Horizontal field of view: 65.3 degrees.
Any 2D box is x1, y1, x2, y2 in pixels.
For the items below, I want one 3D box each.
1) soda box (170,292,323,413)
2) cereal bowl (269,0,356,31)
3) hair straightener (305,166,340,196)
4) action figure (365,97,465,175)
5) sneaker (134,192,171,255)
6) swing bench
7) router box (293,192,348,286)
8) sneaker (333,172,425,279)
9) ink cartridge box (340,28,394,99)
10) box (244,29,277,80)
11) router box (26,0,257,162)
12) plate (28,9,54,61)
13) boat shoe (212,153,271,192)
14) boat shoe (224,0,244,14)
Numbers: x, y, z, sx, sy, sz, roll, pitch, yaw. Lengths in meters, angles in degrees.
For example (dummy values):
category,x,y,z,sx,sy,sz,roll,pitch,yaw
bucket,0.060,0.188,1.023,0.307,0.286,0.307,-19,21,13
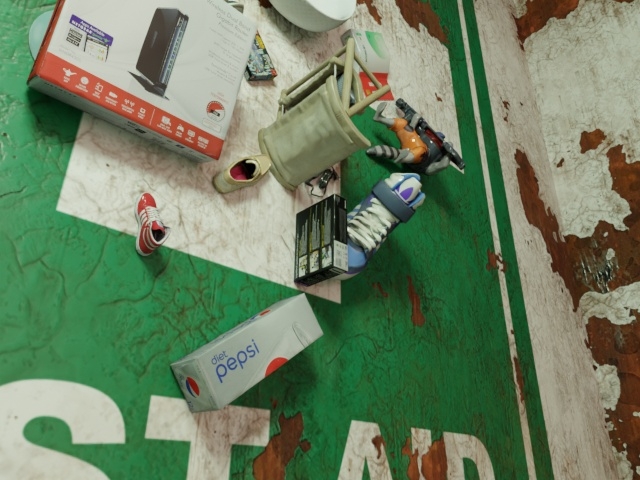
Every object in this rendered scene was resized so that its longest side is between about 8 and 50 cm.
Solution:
category,x,y,z,sx,sy,sz,roll,pitch,yaw
soda box,-0.125,0.201,0.926,0.286,0.091,0.098,-25,92,-49
cereal bowl,-0.062,-0.725,1.382,0.339,0.141,0.339,22,56,-38
hair straightener,0.026,-0.187,1.298,0.089,0.047,0.230,48,45,-20
action figure,0.275,-0.314,1.583,0.330,0.178,0.341,15,34,-49
sneaker,-0.294,-0.037,0.876,0.042,0.067,0.119,11,64,-44
swing bench,0.000,-0.286,1.160,0.165,0.253,0.255,44,45,-23
router box,0.000,0.000,1.119,0.046,0.133,0.179,23,57,-38
sneaker,0.135,-0.060,1.193,0.130,0.236,0.323,44,39,3
ink cartridge box,0.174,-0.573,1.630,0.181,0.056,0.225,-20,85,-49
box,-0.170,-0.463,1.233,0.094,0.027,0.137,-25,91,-50
router box,-0.305,-0.346,0.916,0.335,0.082,0.301,21,78,-40
plate,-0.425,-0.339,0.910,0.188,0.024,0.188,22,58,-40
boat shoe,-0.155,-0.151,1.080,0.063,0.059,0.170,59,42,-9
boat shoe,-0.265,-0.468,1.086,0.079,0.095,0.254,34,56,9
